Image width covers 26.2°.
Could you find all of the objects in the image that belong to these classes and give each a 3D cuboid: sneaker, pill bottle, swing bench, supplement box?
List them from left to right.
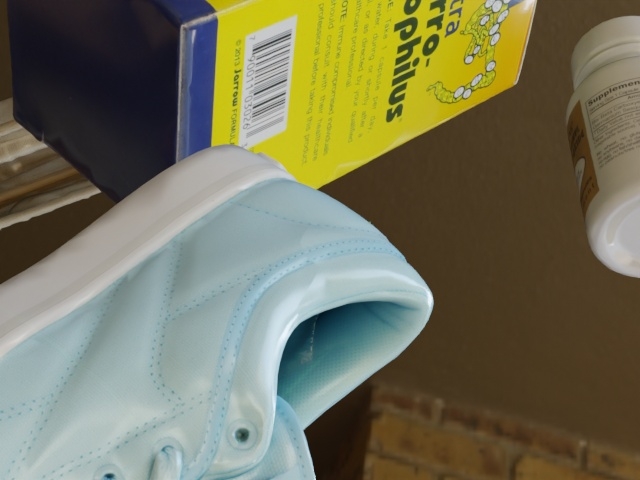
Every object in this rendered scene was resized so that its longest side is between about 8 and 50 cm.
[{"bbox_3d":[-0.327,-0.125,1.622,0.253,0.165,0.255,-21,-32,-5],"label":"swing bench"},{"bbox_3d":[-0.083,0.093,0.562,0.150,0.366,0.135,26,-36,25],"label":"sneaker"},{"bbox_3d":[-0.023,-0.175,0.995,0.194,0.356,0.195,39,-39,30],"label":"supplement box"},{"bbox_3d":[0.289,-0.090,1.233,0.131,0.229,0.131,0,-42,0],"label":"pill bottle"}]

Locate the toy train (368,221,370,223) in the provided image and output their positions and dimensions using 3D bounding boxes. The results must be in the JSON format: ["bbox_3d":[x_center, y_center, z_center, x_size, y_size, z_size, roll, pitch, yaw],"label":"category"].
[{"bbox_3d":[0.000,0.000,1.654,0.143,0.248,0.105,-5,-55,-1],"label":"toy train"}]
